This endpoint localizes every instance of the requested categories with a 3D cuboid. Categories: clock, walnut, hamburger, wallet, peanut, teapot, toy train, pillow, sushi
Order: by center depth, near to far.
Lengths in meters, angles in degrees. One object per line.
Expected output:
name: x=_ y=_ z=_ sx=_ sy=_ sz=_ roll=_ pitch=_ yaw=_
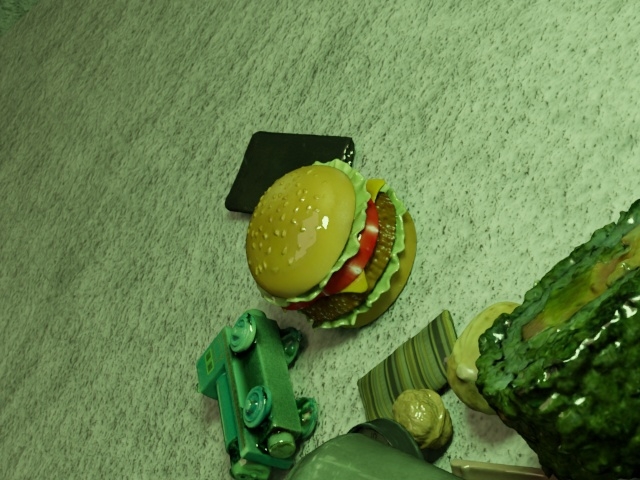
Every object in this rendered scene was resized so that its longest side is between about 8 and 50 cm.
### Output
sushi: x=0.347 y=0.105 z=1.470 sx=0.352 sy=0.178 sz=0.294 roll=-42 pitch=13 yaw=2
teapot: x=0.146 y=0.364 z=1.550 sx=0.344 sy=0.253 sz=0.300 roll=3 pitch=29 yaw=33
peanut: x=0.241 y=0.156 z=1.713 sx=0.159 sy=0.109 sz=0.140 roll=-49 pitch=45 yaw=0
clock: x=0.083 y=0.342 z=1.788 sx=0.184 sy=0.040 sz=0.184 roll=7 pitch=98 yaw=56
walnut: x=0.144 y=0.251 z=1.799 sx=0.082 sy=0.079 sz=0.096 roll=-57 pitch=33 yaw=11
pillow: x=0.133 y=0.200 z=1.889 sx=0.203 sy=0.038 sz=0.113 roll=-41 pitch=42 yaw=30
hamburger: x=0.000 y=0.000 z=2.051 sx=0.274 sy=0.212 sz=0.274 roll=-32 pitch=44 yaw=38
toy train: x=-0.111 y=0.260 z=2.115 sx=0.194 sy=0.120 sz=0.298 roll=-51 pitch=34 yaw=30
wallet: x=-0.055 y=-0.117 z=2.367 sx=0.321 sy=0.044 sz=0.170 roll=11 pitch=77 yaw=52
